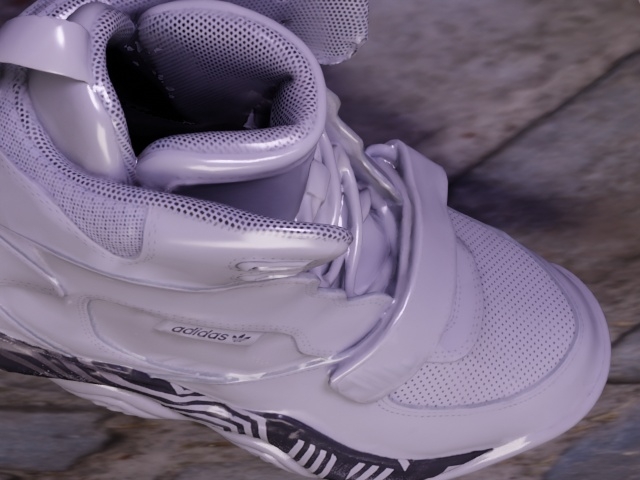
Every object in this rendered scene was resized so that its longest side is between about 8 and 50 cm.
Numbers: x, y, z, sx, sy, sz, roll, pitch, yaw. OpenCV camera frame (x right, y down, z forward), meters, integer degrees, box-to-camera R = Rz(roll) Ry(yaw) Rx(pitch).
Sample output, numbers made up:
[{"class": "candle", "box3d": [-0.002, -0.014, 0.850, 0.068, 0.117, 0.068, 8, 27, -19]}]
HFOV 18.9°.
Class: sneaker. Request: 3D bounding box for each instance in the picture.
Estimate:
[{"class": "sneaker", "box3d": [0.000, 0.000, 0.770, 0.365, 0.137, 0.210, 15, 155, -25]}]

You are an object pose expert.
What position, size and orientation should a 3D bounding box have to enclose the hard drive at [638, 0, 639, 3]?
[{"class": "hard drive", "box3d": [0.289, -0.021, 0.621, 0.353, 0.047, 0.233, 16, 160, 36]}]
